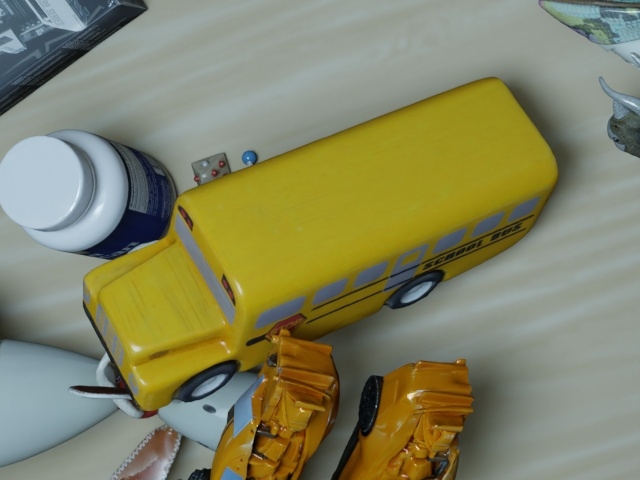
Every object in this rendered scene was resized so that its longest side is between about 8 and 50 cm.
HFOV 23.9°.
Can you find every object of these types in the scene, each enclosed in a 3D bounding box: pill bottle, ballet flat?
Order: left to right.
[{"bbox_3d":[-0.183,-0.035,1.175,0.094,0.169,0.094,-1,85,15],"label":"pill bottle"},{"bbox_3d":[0.275,-0.164,1.118,0.221,0.077,0.079,-5,113,13],"label":"ballet flat"}]

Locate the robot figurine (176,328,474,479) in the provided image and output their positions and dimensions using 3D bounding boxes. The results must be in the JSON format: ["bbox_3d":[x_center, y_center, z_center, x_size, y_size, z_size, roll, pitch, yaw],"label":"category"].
[{"bbox_3d":[-0.004,0.189,1.128,0.211,0.085,0.291,10,132,-13],"label":"robot figurine"}]

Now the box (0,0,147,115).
[{"bbox_3d":[-0.335,-0.207,1.249,0.307,0.076,0.242,-32,87,14],"label":"box"}]

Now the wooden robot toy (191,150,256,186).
[{"bbox_3d":[-0.051,-0.002,1.199,0.076,0.079,0.173,-44,84,13],"label":"wooden robot toy"}]

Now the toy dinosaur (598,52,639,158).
[{"bbox_3d":[0.360,-0.044,1.068,0.314,0.121,0.160,-2,123,13],"label":"toy dinosaur"}]

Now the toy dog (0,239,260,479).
[{"bbox_3d":[-0.206,0.145,1.173,0.334,0.161,0.220,-11,126,11],"label":"toy dog"}]

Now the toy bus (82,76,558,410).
[{"bbox_3d":[0.000,0.000,1.087,0.333,0.130,0.108,-22,68,-22],"label":"toy bus"}]
